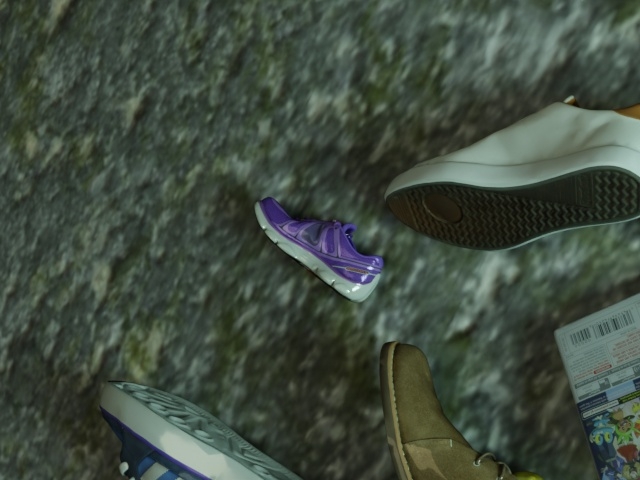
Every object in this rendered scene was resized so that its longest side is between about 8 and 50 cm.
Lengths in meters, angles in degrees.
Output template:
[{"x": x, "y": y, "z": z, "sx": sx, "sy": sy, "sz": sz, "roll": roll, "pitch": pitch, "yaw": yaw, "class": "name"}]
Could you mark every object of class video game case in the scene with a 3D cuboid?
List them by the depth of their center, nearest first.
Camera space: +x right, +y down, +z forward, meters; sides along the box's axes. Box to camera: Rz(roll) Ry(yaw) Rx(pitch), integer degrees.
[{"x": 0.313, "y": 0.115, "z": 0.879, "sx": 0.201, "sy": 0.023, "sz": 0.183, "roll": -27, "pitch": 48, "yaw": 22, "class": "video game case"}]

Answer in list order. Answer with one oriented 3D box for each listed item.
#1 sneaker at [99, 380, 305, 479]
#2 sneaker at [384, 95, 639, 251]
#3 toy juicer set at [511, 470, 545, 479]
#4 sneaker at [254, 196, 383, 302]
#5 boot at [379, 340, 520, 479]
[{"x": -0.159, "y": 0.319, "z": 1.137, "sx": 0.323, "sy": 0.130, "sz": 0.236, "roll": 26, "pitch": 93, "yaw": 28, "class": "sneaker"}, {"x": 0.198, "y": -0.068, "z": 1.003, "sx": 0.290, "sy": 0.106, "sz": 0.123, "roll": -5, "pitch": 45, "yaw": 41, "class": "sneaker"}, {"x": 0.234, "y": 0.298, "z": 0.920, "sx": 0.329, "sy": 0.089, "sz": 0.209, "roll": -31, "pitch": 49, "yaw": 29, "class": "toy juicer set"}, {"x": 0.000, "y": 0.000, "z": 1.136, "sx": 0.170, "sy": 0.068, "sz": 0.071, "roll": 36, "pitch": 87, "yaw": 24, "class": "sneaker"}, {"x": 0.131, "y": 0.219, "z": 0.939, "sx": 0.115, "sy": 0.112, "sz": 0.305, "roll": -24, "pitch": 58, "yaw": 14, "class": "boot"}]
